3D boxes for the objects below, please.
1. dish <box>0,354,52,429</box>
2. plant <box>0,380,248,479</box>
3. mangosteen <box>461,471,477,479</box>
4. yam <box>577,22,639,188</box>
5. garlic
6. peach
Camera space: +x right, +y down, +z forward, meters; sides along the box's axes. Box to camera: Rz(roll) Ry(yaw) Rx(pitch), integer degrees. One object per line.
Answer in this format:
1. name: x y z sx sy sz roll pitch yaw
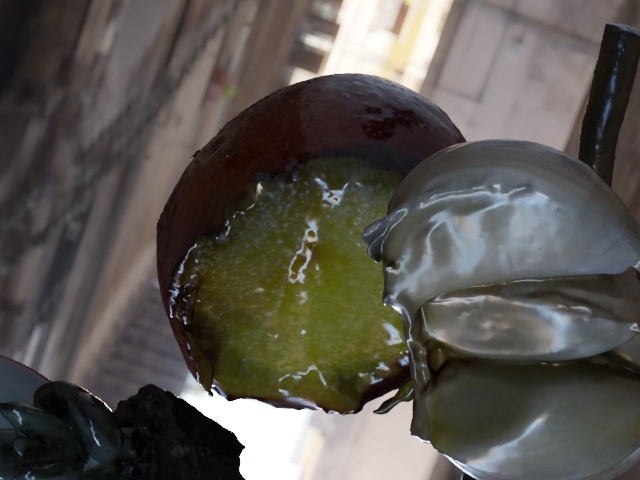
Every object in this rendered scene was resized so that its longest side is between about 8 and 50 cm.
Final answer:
1. dish: -0.363 0.231 1.926 0.260 0.260 0.085 18 -142 -6
2. plant: -0.187 0.204 1.688 0.274 0.146 0.149 30 -151 -54
3. mangosteen: 0.169 0.228 1.538 0.137 0.151 0.137 25 161 9
4. yam: 0.273 -0.056 1.914 0.045 0.327 0.045 20 -161 33
5. garlic: 0.157 0.047 1.284 0.203 0.281 0.185 -4 -159 19
6. peach: 0.000 0.000 1.974 0.339 0.353 0.416 7 172 -17
